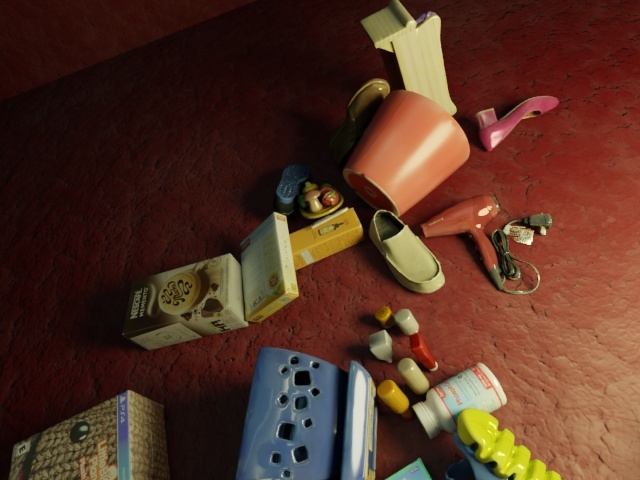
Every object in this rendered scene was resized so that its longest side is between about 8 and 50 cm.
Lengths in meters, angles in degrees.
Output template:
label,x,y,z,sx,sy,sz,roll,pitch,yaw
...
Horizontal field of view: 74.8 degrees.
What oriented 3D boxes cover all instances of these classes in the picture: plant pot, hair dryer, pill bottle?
label,x,y,z,sx,sy,sz,roll,pitch,yaw
plant pot,-0.005,0.346,0.784,0.212,0.236,0.236,-1,58,13
hair dryer,0.383,-0.013,1.000,0.293,0.080,0.223,16,62,30
pill bottle,0.262,0.309,0.801,0.160,0.087,0.087,-29,50,-2
plant pot,0.207,-0.212,1.113,0.243,0.275,0.275,-49,53,-6

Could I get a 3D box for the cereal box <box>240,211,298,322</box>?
label,x,y,z,sx,sy,sz,roll,pitch,yaw
cereal box,-0.140,0.069,1.088,0.173,0.047,0.240,-37,50,36

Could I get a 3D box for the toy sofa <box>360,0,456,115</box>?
label,x,y,z,sx,sy,sz,roll,pitch,yaw
toy sofa,0.264,-0.494,1.221,0.177,0.362,0.150,-24,49,11

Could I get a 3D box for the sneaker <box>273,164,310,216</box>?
label,x,y,z,sx,sy,sz,roll,pitch,yaw
sneaker,-0.094,-0.152,1.283,0.081,0.090,0.232,21,37,3

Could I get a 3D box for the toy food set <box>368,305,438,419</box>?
label,x,y,z,sx,sy,sz,roll,pitch,yaw
toy food set,0.179,0.248,0.894,0.111,0.104,0.232,-26,31,18

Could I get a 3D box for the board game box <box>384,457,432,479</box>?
label,x,y,z,sx,sy,sz,roll,pitch,yaw
board game box,0.163,0.516,0.710,0.160,0.047,0.210,-30,51,-2

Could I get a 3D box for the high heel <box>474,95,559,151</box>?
label,x,y,z,sx,sy,sz,roll,pitch,yaw
high heel,0.567,-0.331,1.188,0.244,0.082,0.117,-13,83,-6

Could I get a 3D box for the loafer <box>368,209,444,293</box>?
label,x,y,z,sx,sy,sz,roll,pitch,yaw
loafer,0.199,0.021,1.034,0.102,0.092,0.268,-34,51,-6

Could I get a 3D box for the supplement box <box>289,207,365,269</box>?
label,x,y,z,sx,sy,sz,roll,pitch,yaw
supplement box,0.000,0.000,1.136,0.233,0.080,0.078,-24,51,4

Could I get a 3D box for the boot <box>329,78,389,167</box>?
label,x,y,z,sx,sy,sz,roll,pitch,yaw
boot,0.119,-0.330,1.229,0.112,0.305,0.115,7,57,-20

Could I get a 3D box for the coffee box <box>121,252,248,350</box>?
label,x,y,z,sx,sy,sz,roll,pitch,yaw
coffee box,-0.352,0.166,1.115,0.297,0.119,0.168,-16,52,9

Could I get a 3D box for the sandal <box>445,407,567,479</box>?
label,x,y,z,sx,sy,sz,roll,pitch,yaw
sandal,0.333,0.433,0.681,0.317,0.126,0.138,42,112,31

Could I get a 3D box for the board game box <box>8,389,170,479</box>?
label,x,y,z,sx,sy,sz,roll,pitch,yaw
board game box,-0.493,0.507,0.901,0.291,0.141,0.232,-26,50,1

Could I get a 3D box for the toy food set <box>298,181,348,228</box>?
label,x,y,z,sx,sy,sz,roll,pitch,yaw
toy food set,-0.006,-0.124,1.183,0.128,0.071,0.218,-25,27,-2
